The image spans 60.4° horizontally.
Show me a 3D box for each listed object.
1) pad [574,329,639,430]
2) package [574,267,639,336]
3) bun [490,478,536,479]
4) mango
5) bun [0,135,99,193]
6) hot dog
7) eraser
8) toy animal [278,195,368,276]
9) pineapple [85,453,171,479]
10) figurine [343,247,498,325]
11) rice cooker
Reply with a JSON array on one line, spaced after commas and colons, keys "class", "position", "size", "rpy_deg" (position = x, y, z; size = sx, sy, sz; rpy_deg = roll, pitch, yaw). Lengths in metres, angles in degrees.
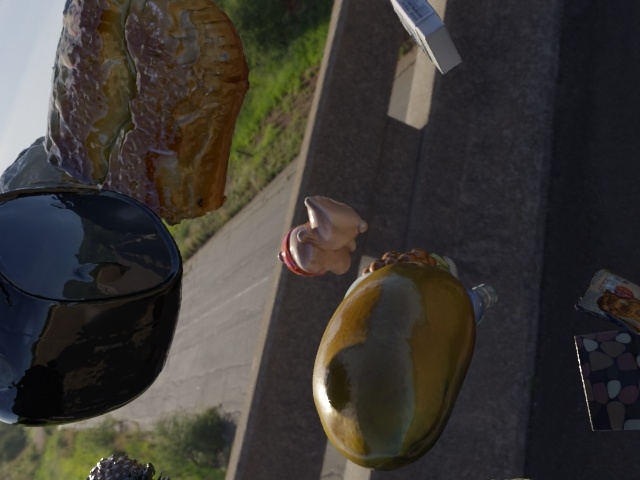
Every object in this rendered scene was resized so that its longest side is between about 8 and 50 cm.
[{"class": "pad", "position": [0.726, 0.339, 1.342], "size": [0.158, 0.003, 0.235], "rpy_deg": [-14, 65, 30]}, {"class": "package", "position": [0.616, 0.146, 1.031], "size": [0.239, 0.154, 0.030], "rpy_deg": [32, 135, 26]}, {"class": "bun", "position": [0.318, 0.483, 0.925], "size": [0.220, 0.220, 0.134], "rpy_deg": [-4, 114, 64]}, {"class": "mango", "position": [0.072, 0.126, 0.585], "size": [0.175, 0.139, 0.254], "rpy_deg": [-39, 10, 41]}, {"class": "bun", "position": [-0.548, -0.101, 1.214], "size": [0.281, 0.281, 0.205], "rpy_deg": [-37, 29, 52]}, {"class": "hot dog", "position": [-0.299, -0.264, 0.931], "size": [0.196, 0.367, 0.366], "rpy_deg": [-50, -18, -54]}, {"class": "eraser", "position": [0.245, -0.496, 1.282], "size": [0.068, 0.124, 0.210], "rpy_deg": [-32, 49, 13]}, {"class": "toy animal", "position": [0.000, 0.000, 1.284], "size": [0.198, 0.171, 0.171], "rpy_deg": [-59, 28, 29]}, {"class": "pineapple", "position": [-0.486, 0.667, 1.450], "size": [0.340, 0.169, 0.169], "rpy_deg": [-9, 65, 44]}, {"class": "figurine", "position": [0.227, 0.122, 1.023], "size": [0.205, 0.381, 0.225], "rpy_deg": [49, 134, 36]}, {"class": "rice cooker", "position": [-0.301, 0.076, 0.661], "size": [0.267, 0.267, 0.225], "rpy_deg": [-107, 34, -51]}]
